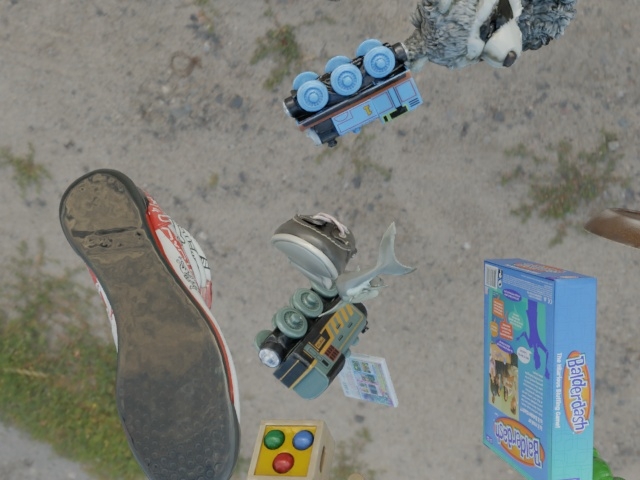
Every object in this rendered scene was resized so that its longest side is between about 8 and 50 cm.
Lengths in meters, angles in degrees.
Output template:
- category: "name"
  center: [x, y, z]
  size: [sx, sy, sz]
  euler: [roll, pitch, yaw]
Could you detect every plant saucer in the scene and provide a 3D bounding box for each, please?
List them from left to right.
- category: "plant saucer"
  center: [0.622, -0.006, 1.427]
  size: [0.311, 0.310, 0.050]
  euler: [14, 100, 5]

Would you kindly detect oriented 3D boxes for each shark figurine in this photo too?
- category: "shark figurine"
  center: [0.062, 0.056, 1.529]
  size: [0.166, 0.116, 0.278]
  euler: [-22, 168, -13]

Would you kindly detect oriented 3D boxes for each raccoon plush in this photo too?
- category: "raccoon plush"
  center: [0.184, -0.409, 1.262]
  size: [0.299, 0.446, 0.216]
  euler: [-18, 132, -25]

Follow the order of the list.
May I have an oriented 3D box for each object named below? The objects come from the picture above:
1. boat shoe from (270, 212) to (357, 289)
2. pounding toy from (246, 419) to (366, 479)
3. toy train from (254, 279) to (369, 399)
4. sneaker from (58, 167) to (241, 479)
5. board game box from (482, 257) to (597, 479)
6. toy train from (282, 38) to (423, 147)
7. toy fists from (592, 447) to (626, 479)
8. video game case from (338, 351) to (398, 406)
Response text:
- category: "boat shoe"
  center: [0.000, 0.000, 1.198]
  size: [0.112, 0.095, 0.335]
  euler: [32, 173, 5]
- category: "pounding toy"
  center: [-0.021, 0.421, 1.473]
  size: [0.206, 0.181, 0.094]
  euler: [-4, 136, 19]
- category: "toy train"
  center: [-0.010, 0.203, 1.820]
  size: [0.190, 0.334, 0.142]
  euler: [42, 127, 1]
- category: "sneaker"
  center: [-0.114, 0.077, 0.658]
  size: [0.090, 0.270, 0.145]
  euler: [-28, 158, 2]
- category: "board game box"
  center: [0.218, 0.131, 0.831]
  size: [0.047, 0.160, 0.210]
  euler: [-2, 96, -13]
- category: "toy train"
  center: [0.044, -0.196, 1.103]
  size: [0.184, 0.080, 0.105]
  euler: [-27, 115, 4]
- category: "toy fists"
  center: [0.416, 0.460, 1.266]
  size: [0.096, 0.142, 0.279]
  euler: [1, 118, -6]
- category: "video game case"
  center: [0.104, 0.327, 1.940]
  size: [0.143, 0.019, 0.157]
  euler: [6, 131, 31]
